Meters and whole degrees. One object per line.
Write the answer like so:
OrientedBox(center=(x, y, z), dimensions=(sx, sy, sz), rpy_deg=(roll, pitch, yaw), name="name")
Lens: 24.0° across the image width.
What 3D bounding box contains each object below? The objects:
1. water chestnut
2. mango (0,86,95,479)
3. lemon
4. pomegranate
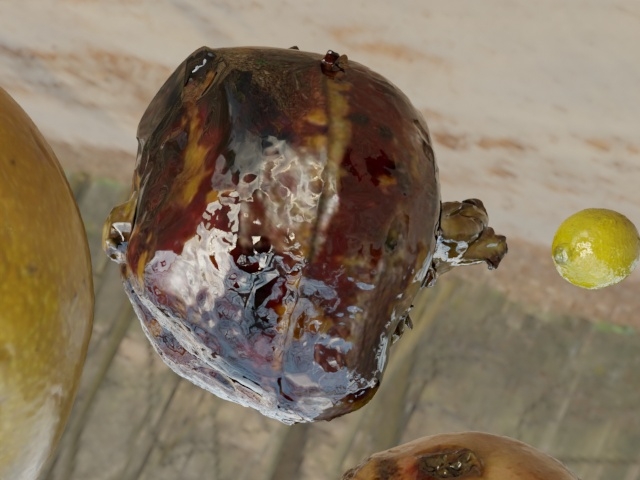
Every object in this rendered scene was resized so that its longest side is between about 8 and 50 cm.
OrientedBox(center=(0.000, 0.000, 1.275), dimensions=(0.347, 0.335, 0.335), rpy_deg=(15, 174, -17), name="water chestnut")
OrientedBox(center=(-0.189, 0.057, 0.663), dimensions=(0.177, 0.295, 0.120), rpy_deg=(-2, -153, -16), name="mango")
OrientedBox(center=(0.203, 0.006, 1.120), dimensions=(0.083, 0.062, 0.062), rpy_deg=(-8, -164, -40), name="lemon")
OrientedBox(center=(0.139, 0.329, 1.457), dimensions=(0.322, 0.322, 0.322), rpy_deg=(25, 171, 4), name="pomegranate")
